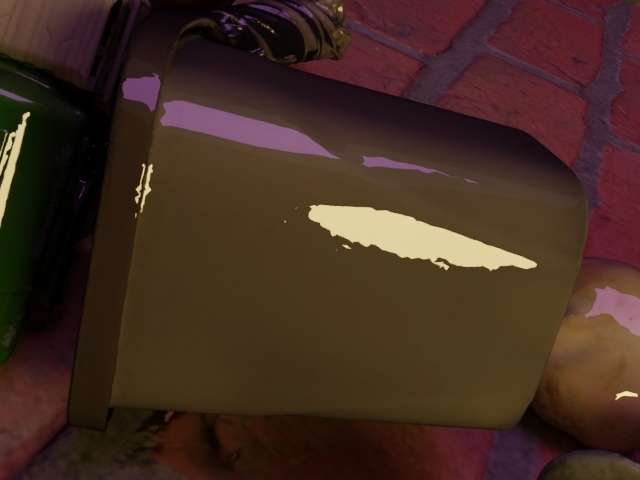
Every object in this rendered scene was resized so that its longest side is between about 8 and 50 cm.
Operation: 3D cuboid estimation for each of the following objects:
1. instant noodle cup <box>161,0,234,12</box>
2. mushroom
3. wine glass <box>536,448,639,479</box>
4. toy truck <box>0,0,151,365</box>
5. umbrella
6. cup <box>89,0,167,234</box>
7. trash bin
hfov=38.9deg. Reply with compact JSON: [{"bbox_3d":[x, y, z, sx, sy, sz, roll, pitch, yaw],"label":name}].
[{"bbox_3d":[-0.212,-0.327,0.969,0.235,0.235,0.178,33,41,17],"label":"instant noodle cup"},{"bbox_3d":[0.208,0.084,0.675,0.148,0.112,0.148,-1,62,1],"label":"mushroom"},{"bbox_3d":[0.016,0.194,0.456,0.264,0.096,0.309,12,23,32],"label":"wine glass"},{"bbox_3d":[-0.180,-0.046,0.521,0.101,0.242,0.125,20,5,-2],"label":"toy truck"},{"bbox_3d":[-0.121,-0.204,0.964,0.358,0.106,0.113,-20,40,-40],"label":"umbrella"},{"bbox_3d":[-0.184,-0.102,0.657,0.169,0.176,0.223,-7,40,-45],"label":"cup"},{"bbox_3d":[0.000,0.000,0.537,0.250,0.220,0.219,10,22,-11],"label":"trash bin"}]
